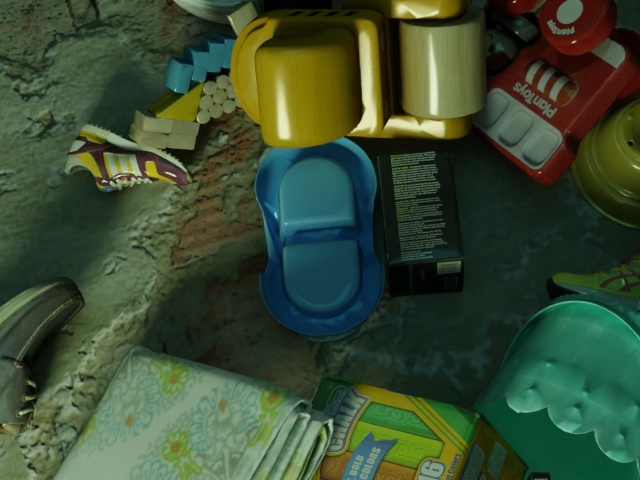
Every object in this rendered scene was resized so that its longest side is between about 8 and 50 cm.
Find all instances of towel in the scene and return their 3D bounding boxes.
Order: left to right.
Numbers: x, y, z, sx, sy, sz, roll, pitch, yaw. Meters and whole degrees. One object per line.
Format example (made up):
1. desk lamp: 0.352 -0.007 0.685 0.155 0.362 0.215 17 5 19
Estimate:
1. towel: -0.186 0.303 1.772 0.374 0.090 0.320 10 62 46

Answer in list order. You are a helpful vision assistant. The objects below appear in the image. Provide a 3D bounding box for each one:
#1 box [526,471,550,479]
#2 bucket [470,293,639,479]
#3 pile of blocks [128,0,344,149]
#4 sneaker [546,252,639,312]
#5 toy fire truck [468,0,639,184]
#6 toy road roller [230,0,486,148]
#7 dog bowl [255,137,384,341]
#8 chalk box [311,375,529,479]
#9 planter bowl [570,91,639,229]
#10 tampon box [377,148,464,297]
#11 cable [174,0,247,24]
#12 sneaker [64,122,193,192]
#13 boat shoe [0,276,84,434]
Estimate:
1. box: 0.265 0.374 1.782 0.029 0.116 0.162 -2 67 -2
2. bucket: 0.337 0.206 1.777 0.281 0.281 0.183 28 68 15
3. pile of blocks: -0.133 -0.262 2.073 0.362 0.149 0.112 -33 32 -15
4. sneaker: 0.400 0.060 1.935 0.208 0.081 0.094 8 67 -5
5. toy fire truck: 0.287 -0.243 2.016 0.254 0.169 0.302 -50 49 3
6. toy road roller: 0.043 -0.219 1.923 0.329 0.202 0.240 3 26 16
7. dog bowl: 0.000 0.000 1.986 0.166 0.074 0.297 -5 67 2
8. chalk box: 0.070 0.288 1.773 0.289 0.179 0.180 9 65 34
9. planter bowl: 0.455 -0.129 2.003 0.217 0.090 0.217 -1 67 3
10. tampon box: 0.134 -0.022 1.960 0.101 0.120 0.161 -5 66 2
11. cable: -0.134 -0.443 2.181 0.257 0.089 0.257 20 70 11
12. sneaker: -0.269 -0.096 2.055 0.185 0.069 0.084 20 78 19
13. boat shoe: -0.426 0.202 1.911 0.130 0.132 0.355 43 84 9
